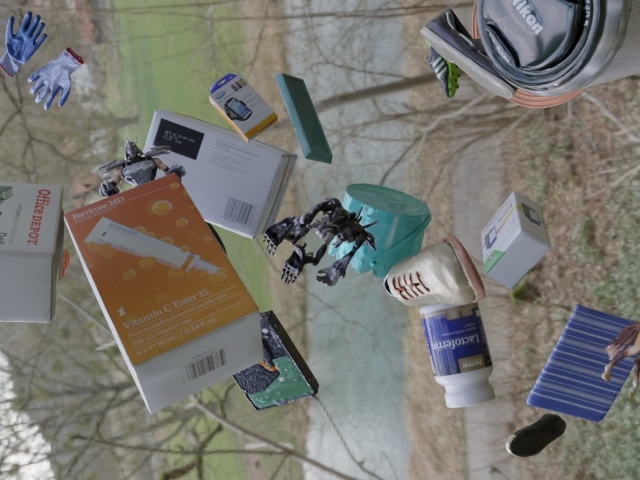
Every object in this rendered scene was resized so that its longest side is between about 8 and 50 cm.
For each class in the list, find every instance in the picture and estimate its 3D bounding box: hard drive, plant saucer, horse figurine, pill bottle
[{"bbox_3d":[-0.180,0.387,2.248,0.338,0.237,0.064,60,-156,-25],"label":"hard drive"},{"bbox_3d":[-0.028,-0.226,1.282,0.018,0.067,0.192,-39,60,36],"label":"plant saucer"},{"bbox_3d":[0.594,0.210,1.181,0.174,0.066,0.263,-55,39,4],"label":"horse figurine"},{"bbox_3d":[0.354,0.283,1.798,0.153,0.153,0.264,138,120,-75],"label":"pill bottle"}]

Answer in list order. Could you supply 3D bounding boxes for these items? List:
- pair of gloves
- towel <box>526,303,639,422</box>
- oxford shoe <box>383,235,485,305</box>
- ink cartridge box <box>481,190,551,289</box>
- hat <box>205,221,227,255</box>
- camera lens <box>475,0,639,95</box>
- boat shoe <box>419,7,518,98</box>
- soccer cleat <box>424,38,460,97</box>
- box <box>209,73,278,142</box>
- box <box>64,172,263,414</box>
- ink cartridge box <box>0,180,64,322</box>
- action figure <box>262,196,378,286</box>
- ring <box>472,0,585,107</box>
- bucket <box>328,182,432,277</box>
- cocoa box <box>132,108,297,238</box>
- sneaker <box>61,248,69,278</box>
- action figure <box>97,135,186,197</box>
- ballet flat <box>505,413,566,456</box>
[{"bbox_3d":[-0.604,-0.386,1.510,0.198,0.159,0.023,46,-157,-4],"label":"pair of gloves"},{"bbox_3d":[0.737,0.344,1.942,0.040,0.243,0.335,-99,27,-66],"label":"towel"},{"bbox_3d":[0.220,0.086,1.416,0.397,0.147,0.140,114,131,-83],"label":"oxford shoe"},{"bbox_3d":[0.488,-0.004,1.781,0.154,0.093,0.212,-57,7,32],"label":"ink cartridge box"},{"bbox_3d":[-0.455,0.050,2.160,0.134,0.332,0.331,-70,-22,-68],"label":"hat"},{"bbox_3d":[0.364,-0.320,0.938,0.219,0.274,0.219,35,134,45],"label":"camera lens"},{"bbox_3d":[0.228,-0.283,1.041,0.075,0.065,0.206,33,-166,-49],"label":"boat shoe"},{"bbox_3d":[0.314,-0.452,1.821,0.072,0.060,0.178,13,137,37],"label":"soccer cleat"},{"bbox_3d":[-0.160,-0.270,1.414,0.136,0.081,0.028,48,164,10],"label":"box"},{"bbox_3d":[-0.271,0.081,1.217,0.345,0.215,0.168,53,157,32],"label":"box"},{"bbox_3d":[-0.515,0.006,0.988,0.211,0.289,0.121,-115,33,-55],"label":"ink cartridge box"},{"bbox_3d":[0.000,0.000,1.440,0.164,0.276,0.141,52,126,17],"label":"action figure"},{"bbox_3d":[0.415,-0.416,1.307,0.337,0.032,0.336,20,115,51],"label":"ring"},{"bbox_3d":[0.165,-0.032,1.948,0.281,0.281,0.183,-122,43,-61],"label":"bucket"},{"bbox_3d":[-0.268,-0.177,1.847,0.228,0.347,0.231,-40,-30,-80],"label":"cocoa box"},{"bbox_3d":[-0.488,0.056,1.232,0.175,0.064,0.067,-40,27,35],"label":"sneaker"},{"bbox_3d":[-0.374,-0.093,1.544,0.099,0.185,0.284,-138,30,-82],"label":"action figure"},{"bbox_3d":[0.424,0.389,1.403,0.049,0.173,0.057,3,99,52],"label":"ballet flat"}]
